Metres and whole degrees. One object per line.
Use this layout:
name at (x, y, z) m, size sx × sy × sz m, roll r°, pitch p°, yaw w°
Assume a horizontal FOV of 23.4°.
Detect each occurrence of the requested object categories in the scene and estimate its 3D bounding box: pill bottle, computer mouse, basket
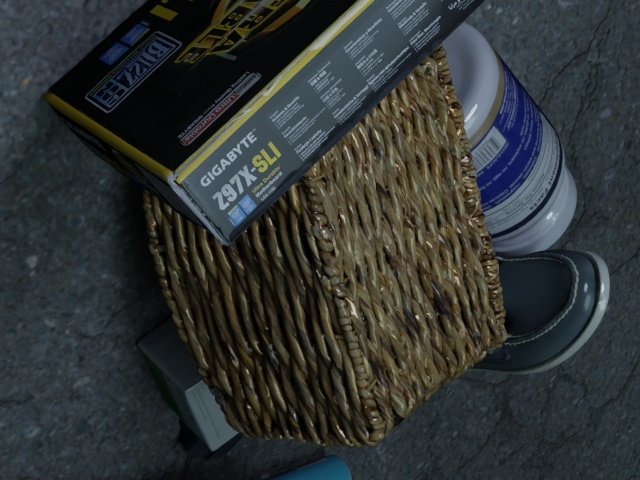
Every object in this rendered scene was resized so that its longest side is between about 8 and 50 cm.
pill bottle at (0.144, -0.088, 1.486) m, size 0.153 × 0.153 × 0.264 m, roll -51°, pitch 142°, yaw -1°
computer mouse at (-0.124, 0.230, 1.560) m, size 0.071 × 0.041 × 0.242 m, roll 9°, pitch 113°, yaw -48°
basket at (0.000, 0.000, 1.333) m, size 0.223 × 0.213 × 0.299 m, roll -33°, pitch 113°, yaw -45°

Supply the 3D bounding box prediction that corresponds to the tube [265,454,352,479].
tube at (-0.062, 0.282, 1.657) m, size 0.207 × 0.052 × 0.080 m, roll -14°, pitch 139°, yaw -33°

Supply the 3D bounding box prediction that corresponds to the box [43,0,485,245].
box at (-0.030, -0.162, 1.167) m, size 0.322 × 0.257 × 0.079 m, roll -44°, pitch 121°, yaw -9°

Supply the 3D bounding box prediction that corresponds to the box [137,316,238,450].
box at (-0.099, 0.120, 1.459) m, size 0.102 × 0.087 × 0.101 m, roll -37°, pitch 139°, yaw -18°

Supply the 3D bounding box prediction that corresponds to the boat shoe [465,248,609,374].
boat shoe at (0.153, 0.073, 1.538) m, size 0.099 × 0.319 × 0.116 m, roll 14°, pitch 71°, yaw -31°
